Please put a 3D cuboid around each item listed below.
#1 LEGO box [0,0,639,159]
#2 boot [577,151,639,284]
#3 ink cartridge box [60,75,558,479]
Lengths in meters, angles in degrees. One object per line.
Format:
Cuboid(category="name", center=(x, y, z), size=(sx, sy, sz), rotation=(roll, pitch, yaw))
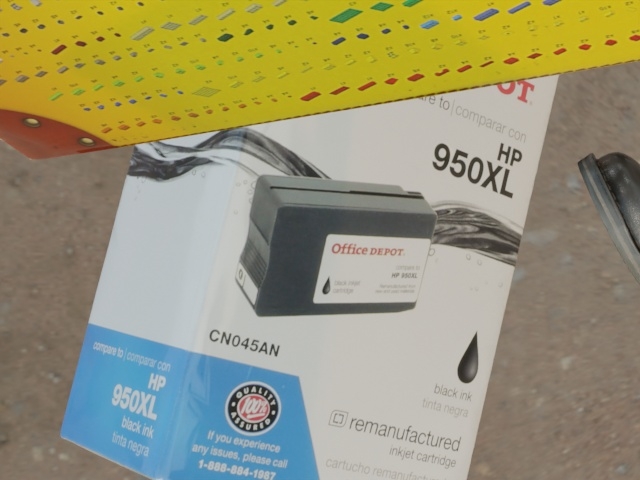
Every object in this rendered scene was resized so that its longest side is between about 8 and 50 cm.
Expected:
Cuboid(category="LEGO box", center=(0.056, -0.263, 0.496), size=(0.500, 0.193, 0.373), rotation=(-6, 63, 28))
Cuboid(category="boot", center=(0.307, -0.028, 0.750), size=(0.263, 0.091, 0.229), rotation=(37, 113, -15))
Cuboid(category="ink cartridge box", center=(0.000, 0.000, 1.012), size=(0.166, 0.285, 0.395), rotation=(7, 82, 55))
